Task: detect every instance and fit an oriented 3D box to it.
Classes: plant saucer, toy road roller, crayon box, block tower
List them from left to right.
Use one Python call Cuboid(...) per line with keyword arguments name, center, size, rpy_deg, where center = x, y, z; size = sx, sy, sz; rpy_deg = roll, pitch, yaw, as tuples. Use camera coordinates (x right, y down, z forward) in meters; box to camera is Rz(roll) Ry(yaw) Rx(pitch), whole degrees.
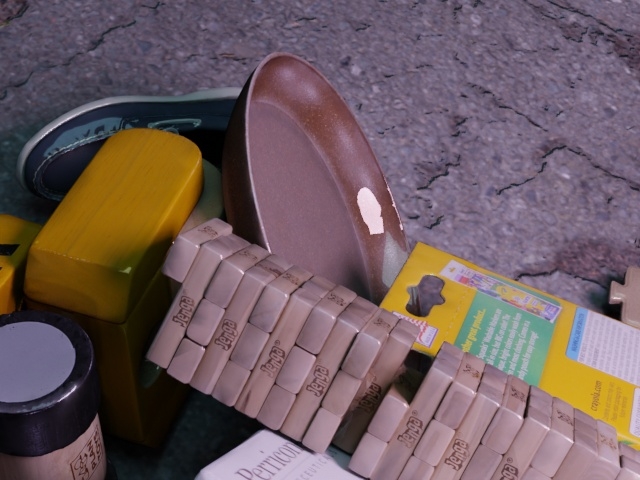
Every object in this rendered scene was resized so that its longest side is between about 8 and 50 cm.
Cuboid(name="toy road roller", center=(-0.227, 0.063, 1.045), size=(0.240, 0.202, 0.329), rpy_deg=(16, 47, 16))
Cuboid(name="plant saucer", center=(0.000, 0.000, 1.131), size=(0.050, 0.310, 0.311), rpy_deg=(-19, 46, 21))
Cuboid(name="block tower", center=(0.044, 0.105, 0.931), size=(0.335, 0.097, 0.091), rpy_deg=(29, 12, 5))
Cuboid(name="crayon box", center=(0.193, 0.123, 1.063), size=(0.323, 0.083, 0.203), rpy_deg=(22, 23, 8))

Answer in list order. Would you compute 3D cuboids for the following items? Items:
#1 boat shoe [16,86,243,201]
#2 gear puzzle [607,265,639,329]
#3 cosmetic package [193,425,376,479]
Cuboid(name="boat shoe", center=(-0.146, -0.075, 1.253), size=(0.254, 0.095, 0.079), rpy_deg=(-11, 41, -33))
Cuboid(name="gear puzzle", center=(0.338, 0.103, 1.254), size=(0.175, 0.044, 0.339), rpy_deg=(16, 45, 2))
Cuboid(name="cosmetic package", center=(0.118, 0.296, 0.885), size=(0.453, 0.161, 0.230), rpy_deg=(29, 13, 11))
